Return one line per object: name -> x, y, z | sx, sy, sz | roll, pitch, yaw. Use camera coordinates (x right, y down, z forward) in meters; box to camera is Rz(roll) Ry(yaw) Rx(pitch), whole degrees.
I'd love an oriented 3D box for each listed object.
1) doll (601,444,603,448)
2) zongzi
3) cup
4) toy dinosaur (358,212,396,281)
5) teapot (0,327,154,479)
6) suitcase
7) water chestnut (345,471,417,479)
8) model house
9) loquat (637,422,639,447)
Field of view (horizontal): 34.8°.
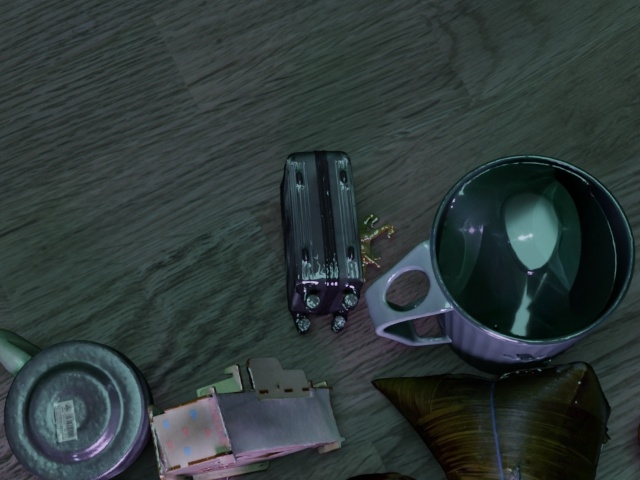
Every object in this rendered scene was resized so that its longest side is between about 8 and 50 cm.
doll -> 0.429, 0.489, 1.724 | 0.237, 0.111, 0.252 | -33, 61, 8
zongzi -> 0.234, 0.393, 1.679 | 0.432, 0.208, 0.403 | -1, 50, 28
cup -> 0.291, 0.057, 1.734 | 0.401, 0.392, 0.310 | 11, 71, 7
toy dinosaur -> 0.064, -0.008, 1.959 | 0.162, 0.039, 0.126 | 38, 78, 16
teapot -> -0.436, 0.298, 1.778 | 0.322, 0.239, 0.239 | 9, 77, 7
suitcase -> 0.000, 0.000, 1.876 | 0.128, 0.202, 0.312 | -3, 70, -8
water chestnut -> 0.091, 0.523, 1.667 | 0.289, 0.244, 0.289 | -1, 66, 2
model house -> -0.155, 0.317, 1.754 | 0.244, 0.326, 0.169 | -28, 69, 33
loquat -> 0.615, 0.346, 1.749 | 0.141, 0.141, 0.141 | -1, 71, 3
